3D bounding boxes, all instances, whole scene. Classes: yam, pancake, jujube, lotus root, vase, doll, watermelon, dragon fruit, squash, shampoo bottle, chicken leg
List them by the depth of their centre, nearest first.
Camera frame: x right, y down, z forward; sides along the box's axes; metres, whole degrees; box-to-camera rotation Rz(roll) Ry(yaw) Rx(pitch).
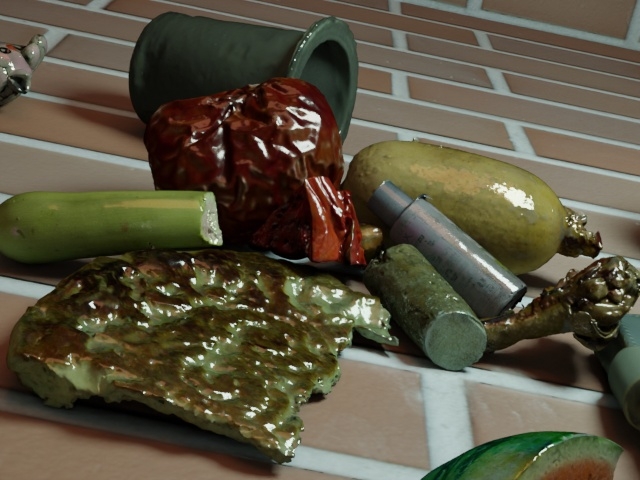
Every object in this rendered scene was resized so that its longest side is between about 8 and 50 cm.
[{"bbox_3d":[0.118,0.211,0.929,0.231,0.128,0.146,-11,14,-41],"label":"watermelon"},{"bbox_3d":[-0.103,0.094,1.162,0.305,0.067,0.427,25,23,14],"label":"pancake"},{"bbox_3d":[-0.233,-0.019,1.271,0.250,0.083,0.083,-4,24,-6],"label":"squash"},{"bbox_3d":[0.265,0.081,1.281,0.196,0.080,0.125,-26,13,-21],"label":"chicken leg"},{"bbox_3d":[0.112,0.071,1.293,0.078,0.078,0.179,2,27,-24],"label":"yam"},{"bbox_3d":[0.012,0.013,1.369,0.092,0.122,0.192,56,13,25],"label":"dragon fruit"},{"bbox_3d":[0.145,0.010,1.384,0.214,0.072,0.072,42,31,17],"label":"shampoo bottle"},{"bbox_3d":[-0.088,-0.092,1.411,0.232,0.213,0.213,-16,28,-10],"label":"jujube"},{"bbox_3d":[0.193,-0.039,1.500,0.342,0.151,0.169,11,23,9],"label":"lotus root"},{"bbox_3d":[-0.120,-0.236,1.728,0.291,0.245,0.245,17,22,23],"label":"vase"},{"bbox_3d":[-0.490,-0.258,1.762,0.149,0.095,0.192,7,23,3],"label":"doll"}]

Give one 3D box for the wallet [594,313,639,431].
[{"bbox_3d":[0.423,0.169,1.195,0.252,0.083,0.360,10,15,-2],"label":"wallet"}]
